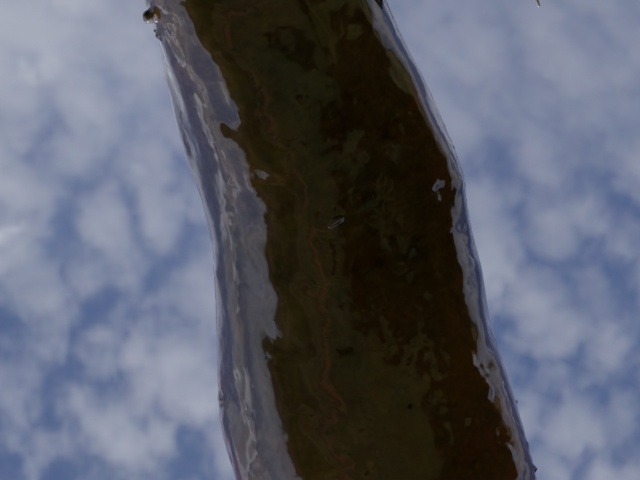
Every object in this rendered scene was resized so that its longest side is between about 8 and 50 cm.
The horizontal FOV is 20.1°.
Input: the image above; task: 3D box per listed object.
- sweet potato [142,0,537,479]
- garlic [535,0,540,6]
[{"bbox_3d":[0.000,-0.001,0.550,0.097,0.097,0.291,-18,-83,-19],"label":"sweet potato"},{"bbox_3d":[0.152,-0.212,0.688,0.128,0.266,0.148,-13,-157,-39],"label":"garlic"}]
